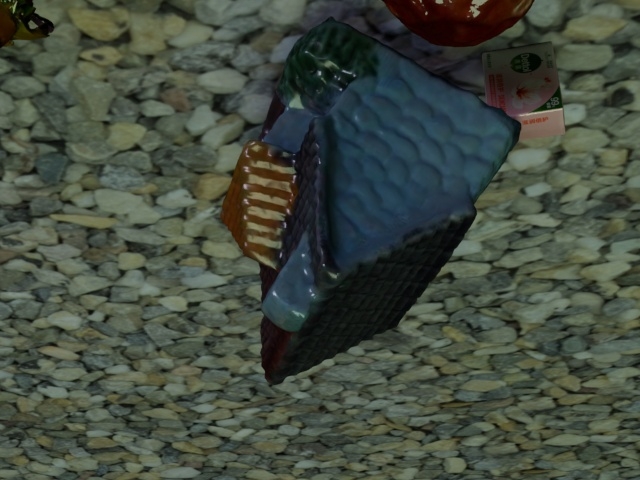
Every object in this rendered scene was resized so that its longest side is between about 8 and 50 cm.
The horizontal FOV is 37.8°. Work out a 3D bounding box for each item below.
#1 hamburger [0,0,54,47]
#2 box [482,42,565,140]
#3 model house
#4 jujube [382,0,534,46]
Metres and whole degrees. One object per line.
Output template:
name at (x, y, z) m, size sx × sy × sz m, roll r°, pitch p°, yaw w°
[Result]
hamburger at (-0.413, -0.295, 1.003) m, size 0.243 × 0.139 × 0.262 m, roll 10°, pitch 166°, yaw 16°
box at (0.242, -0.177, 1.121) m, size 0.089 × 0.125 × 0.043 m, roll -8°, pitch 139°, yaw 12°
model house at (0.000, 0.000, 1.115) m, size 0.297 × 0.339 × 0.360 m, roll 30°, pitch 147°, yaw 1°
jujube at (0.117, -0.304, 0.946) m, size 0.174 × 0.174 × 0.250 m, roll -23°, pitch 138°, yaw 28°
